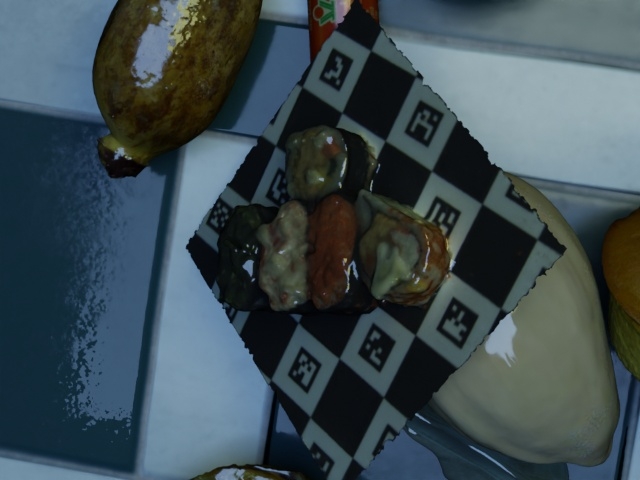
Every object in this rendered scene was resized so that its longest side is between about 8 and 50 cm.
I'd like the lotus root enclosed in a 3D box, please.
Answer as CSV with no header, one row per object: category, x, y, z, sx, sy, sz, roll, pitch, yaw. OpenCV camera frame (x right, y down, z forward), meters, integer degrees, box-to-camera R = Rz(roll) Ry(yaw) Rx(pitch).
lotus root,-0.144,-0.177,1.099,0.128,0.145,0.260,25,93,26

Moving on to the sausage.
sausage,0.017,-0.286,1.113,0.083,0.083,0.264,-3,92,6

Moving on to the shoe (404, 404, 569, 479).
shoe,0.153,0.207,1.144,0.195,0.079,0.078,31,135,-7

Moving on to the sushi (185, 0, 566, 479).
sushi,0.000,0.000,1.007,0.320,0.069,0.339,-51,53,25

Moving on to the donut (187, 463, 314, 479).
donut,-0.060,0.351,1.153,0.272,0.107,0.272,0,89,5

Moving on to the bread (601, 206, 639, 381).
bread,0.384,0.050,1.011,0.270,0.270,0.148,-1,133,6

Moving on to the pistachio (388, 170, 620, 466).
pistachio,0.166,0.072,1.065,0.208,0.226,0.332,-30,90,46
